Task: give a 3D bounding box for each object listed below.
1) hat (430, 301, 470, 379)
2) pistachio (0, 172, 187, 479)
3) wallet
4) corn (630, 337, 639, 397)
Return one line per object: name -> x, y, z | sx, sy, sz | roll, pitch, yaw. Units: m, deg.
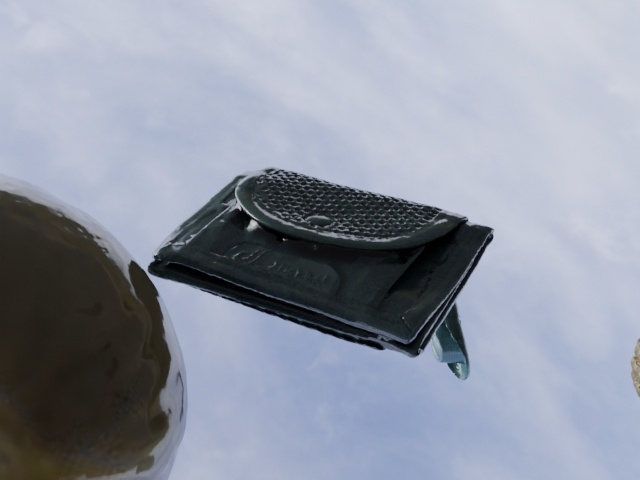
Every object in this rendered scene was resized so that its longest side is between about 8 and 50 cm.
hat -> 0.272, 0.214, 1.667 | 0.078, 0.138, 0.191 | -7, -133, 3
pistachio -> -0.291, 0.115, 0.746 | 0.445, 0.281, 0.365 | 55, -177, 35
wallet -> 0.000, 0.000, 0.883 | 0.342, 0.075, 0.237 | 16, -141, 26
corn -> 0.408, 0.177, 0.730 | 0.144, 0.144, 0.387 | 32, -174, -4
